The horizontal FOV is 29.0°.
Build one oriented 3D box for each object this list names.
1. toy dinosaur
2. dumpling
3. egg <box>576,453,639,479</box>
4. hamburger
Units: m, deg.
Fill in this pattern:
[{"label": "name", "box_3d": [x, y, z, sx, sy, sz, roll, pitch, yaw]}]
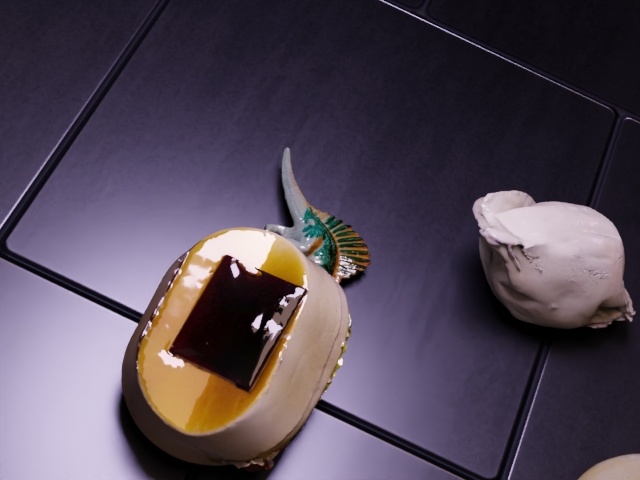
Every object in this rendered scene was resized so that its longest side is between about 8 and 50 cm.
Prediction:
[{"label": "toy dinosaur", "box_3d": [-0.001, 0.001, 1.171, 0.106, 0.044, 0.187, 19, 48, -10]}, {"label": "dumpling", "box_3d": [0.221, 0.012, 1.188, 0.199, 0.118, 0.136, 28, 34, -32]}, {"label": "egg", "box_3d": [0.291, 0.263, 1.017, 0.201, 0.164, 0.164, 38, 56, 9]}, {"label": "hamburger", "box_3d": [-0.071, 0.090, 1.048, 0.173, 0.116, 0.210, 19, 67, 10]}]
